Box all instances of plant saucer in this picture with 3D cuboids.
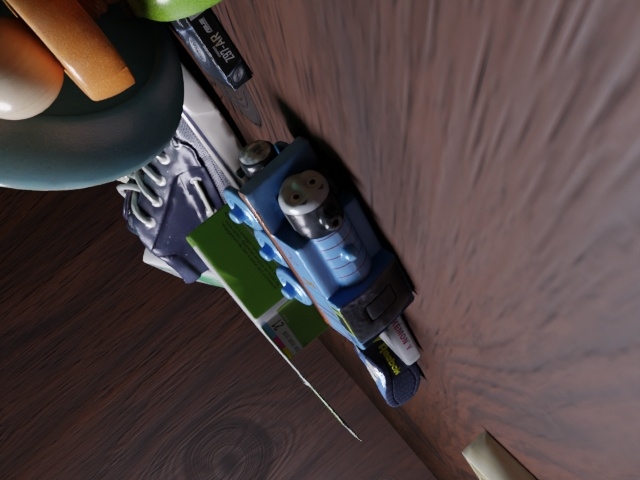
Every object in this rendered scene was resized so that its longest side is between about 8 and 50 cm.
[{"bbox_3d":[-0.250,-0.178,0.631,0.317,0.317,0.043,49,131,9],"label":"plant saucer"}]

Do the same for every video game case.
[{"bbox_3d":[0.016,0.022,0.825,0.201,0.023,0.183,46,172,40],"label":"video game case"}]

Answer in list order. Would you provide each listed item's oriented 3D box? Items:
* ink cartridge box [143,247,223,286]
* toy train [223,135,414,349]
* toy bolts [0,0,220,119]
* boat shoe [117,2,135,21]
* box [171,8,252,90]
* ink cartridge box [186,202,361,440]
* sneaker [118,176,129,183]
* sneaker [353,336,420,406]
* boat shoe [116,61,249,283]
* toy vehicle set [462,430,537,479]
[{"bbox_3d":[-0.111,0.055,1.124,0.181,0.056,0.225,9,164,38],"label":"ink cartridge box"},{"bbox_3d":[0.000,0.000,0.610,0.105,0.080,0.184,31,159,43],"label":"toy train"},{"bbox_3d":[-0.202,-0.198,0.486,0.228,0.158,0.218,42,169,51],"label":"toy bolts"},{"bbox_3d":[-0.184,-0.240,0.652,0.133,0.042,0.049,51,175,4],"label":"boat shoe"},{"bbox_3d":[-0.090,-0.155,0.582,0.067,0.018,0.083,41,168,52],"label":"box"},{"bbox_3d":[-0.014,0.085,0.860,0.255,0.097,0.189,47,172,19],"label":"ink cartridge box"},{"bbox_3d":[-0.184,-0.117,1.061,0.350,0.131,0.148,41,-146,-43],"label":"sneaker"},{"bbox_3d":[0.076,0.140,0.946,0.059,0.053,0.144,40,159,54],"label":"sneaker"},{"bbox_3d":[-0.171,-0.082,0.876,0.127,0.158,0.340,47,173,45],"label":"boat shoe"},{"bbox_3d":[0.260,0.322,0.787,0.267,0.035,0.166,42,169,51],"label":"toy vehicle set"}]
